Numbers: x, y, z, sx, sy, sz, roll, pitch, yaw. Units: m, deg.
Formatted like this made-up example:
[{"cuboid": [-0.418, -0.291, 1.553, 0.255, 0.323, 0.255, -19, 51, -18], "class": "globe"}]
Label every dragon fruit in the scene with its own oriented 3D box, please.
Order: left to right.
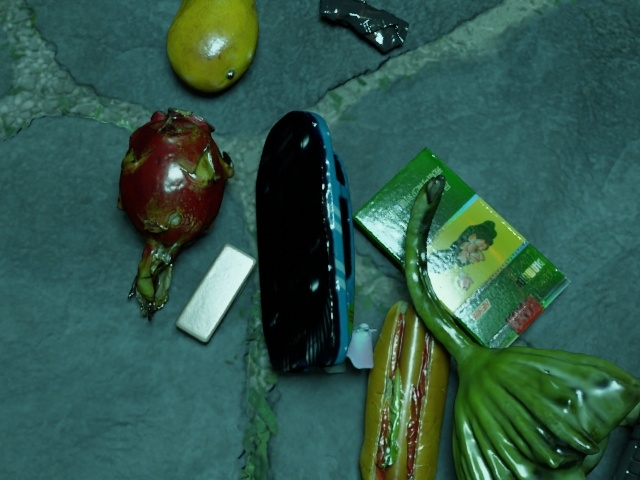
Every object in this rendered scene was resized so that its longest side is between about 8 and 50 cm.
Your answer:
[{"cuboid": [-0.177, -0.030, 0.829, 0.126, 0.125, 0.246, 15, 92, -11], "class": "dragon fruit"}]

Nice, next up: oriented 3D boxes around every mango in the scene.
[{"cuboid": [-0.129, -0.262, 0.894, 0.115, 0.089, 0.164, 15, 73, 12], "class": "mango"}]

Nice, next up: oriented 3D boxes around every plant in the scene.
[{"cuboid": [0.189, 0.130, 0.768, 0.251, 0.180, 0.333, -53, 52, 27], "class": "plant"}]

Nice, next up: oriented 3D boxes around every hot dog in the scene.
[{"cuboid": [0.096, 0.183, 0.796, 0.092, 0.062, 0.235, 7, 76, -3], "class": "hot dog"}]

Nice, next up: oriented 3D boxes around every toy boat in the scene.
[{"cuboid": [0.000, 0.000, 0.827, 0.092, 0.134, 0.298, 7, 73, -34], "class": "toy boat"}]

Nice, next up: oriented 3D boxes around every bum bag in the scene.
[{"cuboid": [0.054, -0.287, 0.928, 0.124, 0.034, 0.057, 30, 68, 6], "class": "bum bag"}]

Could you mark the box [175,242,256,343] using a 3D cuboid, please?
[{"cuboid": [-0.122, 0.062, 0.841, 0.048, 0.025, 0.115, 30, 77, 2], "class": "box"}]

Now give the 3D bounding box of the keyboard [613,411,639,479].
[{"cuboid": [0.303, 0.300, 0.695, 0.027, 0.106, 0.317, 31, 78, -22], "class": "keyboard"}]

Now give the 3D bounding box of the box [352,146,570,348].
[{"cuboid": [0.164, 0.013, 0.855, 0.132, 0.034, 0.235, -44, 80, -11], "class": "box"}]

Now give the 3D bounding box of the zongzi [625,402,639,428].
[{"cuboid": [0.474, 0.275, 0.763, 0.318, 0.154, 0.289, -13, 81, 19], "class": "zongzi"}]
